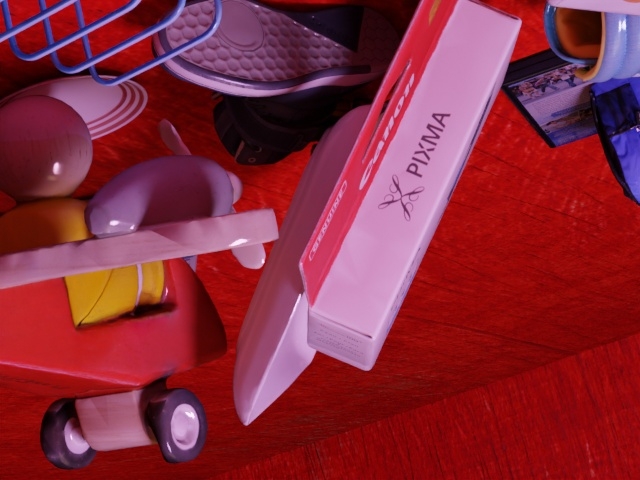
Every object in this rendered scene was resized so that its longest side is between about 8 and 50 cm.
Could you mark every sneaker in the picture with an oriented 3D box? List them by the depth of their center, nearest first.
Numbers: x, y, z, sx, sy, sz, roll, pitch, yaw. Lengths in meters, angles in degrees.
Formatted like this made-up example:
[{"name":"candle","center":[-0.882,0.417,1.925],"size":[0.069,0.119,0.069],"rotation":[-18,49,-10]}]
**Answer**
[{"name":"sneaker","center":[-0.066,-0.120,1.259],"size":[0.226,0.086,0.163],"rotation":[-2,158,-41]},{"name":"sneaker","center":[0.298,-0.187,1.323],"size":[0.208,0.127,0.319],"rotation":[-9,171,16]}]

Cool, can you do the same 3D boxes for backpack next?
[{"name":"backpack","center":[0.321,-0.100,1.534],"size":[0.101,0.120,0.098],"rotation":[-20,163,22]}]

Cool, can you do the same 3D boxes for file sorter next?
[{"name":"file sorter","center":[-0.155,-0.172,0.966],"size":[0.118,0.104,0.170],"rotation":[-23,162,26]}]

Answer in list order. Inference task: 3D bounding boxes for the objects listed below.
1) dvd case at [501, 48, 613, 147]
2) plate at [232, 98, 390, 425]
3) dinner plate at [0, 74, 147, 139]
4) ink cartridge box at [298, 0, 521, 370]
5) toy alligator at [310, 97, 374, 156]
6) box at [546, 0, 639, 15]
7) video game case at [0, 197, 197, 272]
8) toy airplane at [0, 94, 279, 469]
[{"name":"dvd case","center":[0.286,-0.157,1.573],"size":[0.180,0.022,0.253],"rotation":[-18,164,15]},{"name":"plate","center":[0.000,0.000,1.349],"size":[0.045,0.277,0.278],"rotation":[24,-169,7]},{"name":"dinner plate","center":[-0.212,-0.109,1.297],"size":[0.141,0.017,0.141],"rotation":[-13,165,-4]},{"name":"ink cartridge box","center":[0.073,-0.062,1.253],"size":[0.066,0.296,0.261],"rotation":[23,166,7]},{"name":"toy alligator","center":[-0.003,-0.104,1.447],"size":[0.189,0.056,0.051],"rotation":[-2,-159,-37]},{"name":"box","center":[0.307,-0.253,0.987],"size":[0.345,0.168,0.215],"rotation":[-2,160,-40]},{"name":"video game case","center":[-0.291,0.027,1.665],"size":[0.329,0.036,0.300],"rotation":[-11,164,-10]},{"name":"toy airplane","center":[-0.242,0.014,1.189],"size":[0.386,0.272,0.384],"rotation":[5,165,-8]}]
